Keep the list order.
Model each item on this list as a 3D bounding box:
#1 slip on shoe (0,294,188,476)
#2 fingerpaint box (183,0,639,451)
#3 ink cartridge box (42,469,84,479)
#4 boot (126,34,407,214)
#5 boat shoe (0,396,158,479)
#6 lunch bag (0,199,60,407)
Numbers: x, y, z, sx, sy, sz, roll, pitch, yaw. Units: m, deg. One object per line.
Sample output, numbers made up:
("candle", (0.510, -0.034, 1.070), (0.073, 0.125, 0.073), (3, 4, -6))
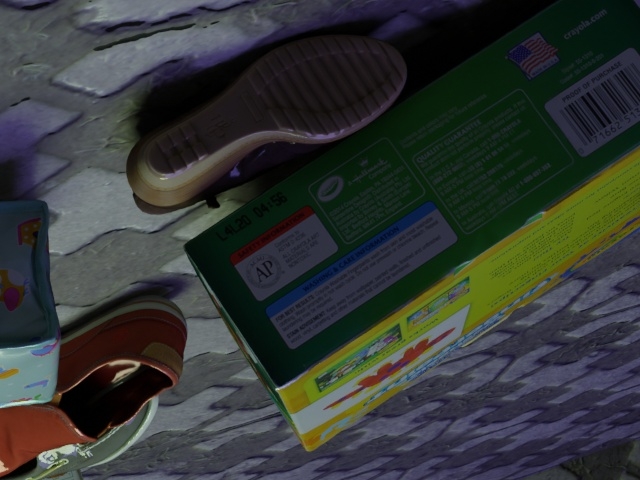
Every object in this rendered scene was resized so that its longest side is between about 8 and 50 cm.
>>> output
("slip on shoe", (-0.283, 0.179, 1.947), (0.331, 0.101, 0.123), (-31, 131, 19))
("fingerpaint box", (0.116, -0.013, 1.656), (0.444, 0.163, 0.371), (-33, 165, -4))
("ink cartridge box", (-0.466, 0.383, 2.349), (0.309, 0.130, 0.272), (-17, 163, -14))
("boot", (-0.053, -0.097, 1.541), (0.248, 0.090, 0.207), (-23, 177, -8))
("boat shoe", (-0.323, 0.228, 2.090), (0.305, 0.109, 0.091), (-27, 167, 28))
("lunch bag", (-0.357, 0.068, 1.507), (0.262, 0.160, 0.223), (-5, 162, -13))
